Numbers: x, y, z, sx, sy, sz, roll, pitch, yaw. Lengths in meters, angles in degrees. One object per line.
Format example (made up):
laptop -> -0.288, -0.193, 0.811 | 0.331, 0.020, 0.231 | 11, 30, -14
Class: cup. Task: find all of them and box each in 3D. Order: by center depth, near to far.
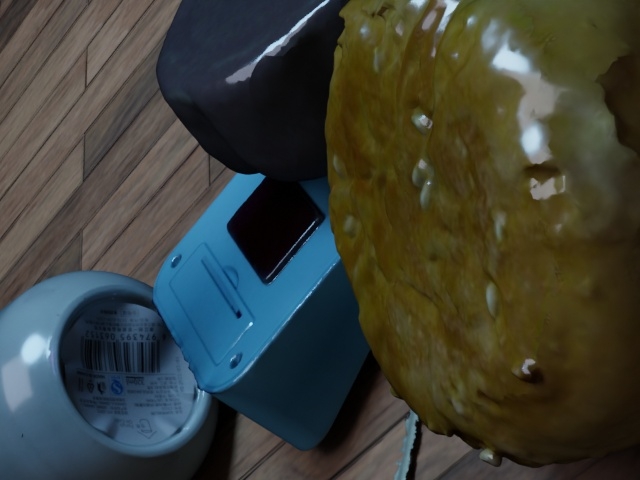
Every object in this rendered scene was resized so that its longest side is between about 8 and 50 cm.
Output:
cup -> -0.228, 0.158, 1.550 | 0.312, 0.205, 0.205 | -35, 44, 48

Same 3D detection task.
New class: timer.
timer -> 0.000, 0.000, 1.389 | 0.250, 0.091, 0.232 | -53, 25, 8

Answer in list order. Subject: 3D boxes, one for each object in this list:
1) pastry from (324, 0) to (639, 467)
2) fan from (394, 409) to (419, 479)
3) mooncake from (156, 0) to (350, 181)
pastry -> 0.128, -0.027, 1.020 | 0.316, 0.184, 0.284 | -151, 57, -63
fan -> 0.072, 0.036, 1.278 | 0.233, 0.012, 0.414 | -23, 53, 57
mooncake -> 0.001, -0.154, 1.337 | 0.245, 0.133, 0.245 | -29, 28, 17
